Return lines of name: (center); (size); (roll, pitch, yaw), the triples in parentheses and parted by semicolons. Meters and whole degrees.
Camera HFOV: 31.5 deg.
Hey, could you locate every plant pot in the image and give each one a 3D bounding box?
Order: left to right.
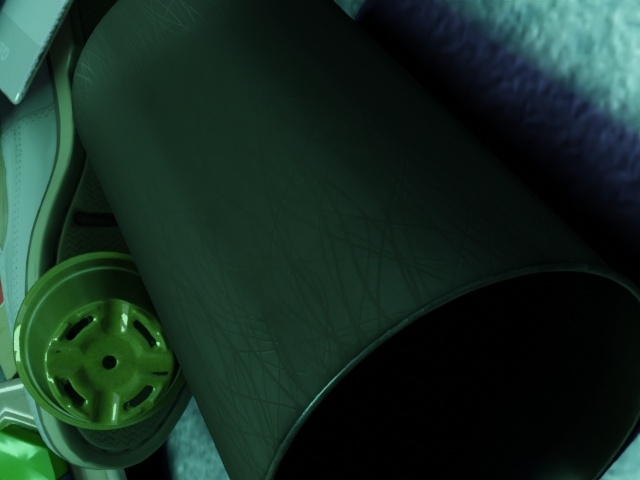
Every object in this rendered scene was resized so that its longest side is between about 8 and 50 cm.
plant pot: (-0.091, 0.048, 0.488); (0.079, 0.083, 0.083); (-171, 79, -77)

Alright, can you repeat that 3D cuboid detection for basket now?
basket: (0.000, 0.000, 0.449); (0.154, 0.204, 0.227); (-32, 53, -3)

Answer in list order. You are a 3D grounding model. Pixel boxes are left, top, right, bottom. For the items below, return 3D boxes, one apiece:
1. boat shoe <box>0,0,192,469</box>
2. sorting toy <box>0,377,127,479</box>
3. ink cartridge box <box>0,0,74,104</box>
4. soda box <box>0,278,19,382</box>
boat shoe: (-0.127, -0.030, 0.607); (0.103, 0.113, 0.302); (-15, 72, 44)
sorting toy: (-0.194, 0.183, 0.656); (0.208, 0.038, 0.193); (-14, 95, 20)
ink cartridge box: (-0.127, -0.231, 0.566); (0.296, 0.066, 0.261); (42, 110, 43)
soda box: (-0.187, -0.007, 0.693); (0.061, 0.058, 0.181); (-48, 61, 34)
